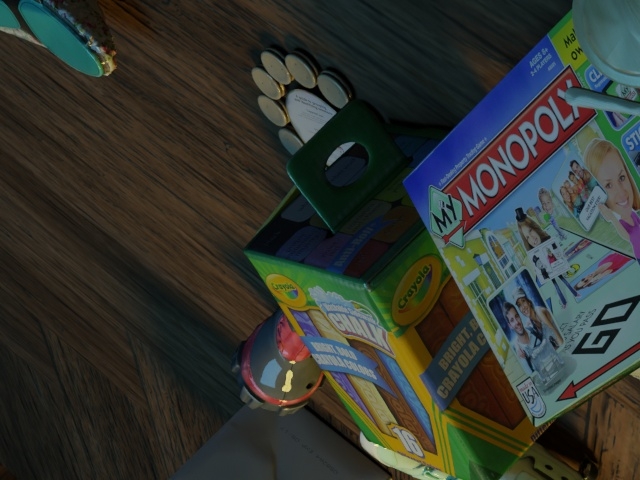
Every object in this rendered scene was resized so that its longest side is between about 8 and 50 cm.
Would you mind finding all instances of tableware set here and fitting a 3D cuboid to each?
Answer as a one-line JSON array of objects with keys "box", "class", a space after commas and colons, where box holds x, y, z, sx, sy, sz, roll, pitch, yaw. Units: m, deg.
[{"box": [0.241, -0.124, 1.133, 0.194, 0.039, 0.128, 16, 113, 30], "class": "tableware set"}]

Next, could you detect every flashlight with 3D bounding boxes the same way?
[{"box": [-0.019, 0.101, 1.987, 0.103, 0.103, 0.304, 47, 159, 4], "class": "flashlight"}]

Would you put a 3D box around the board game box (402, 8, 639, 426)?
[{"box": [0.183, -0.021, 1.309, 0.213, 0.046, 0.317, 62, 150, 12], "class": "board game box"}]

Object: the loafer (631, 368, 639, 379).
[{"box": [0.280, 0.072, 1.376, 0.092, 0.102, 0.268, 35, 170, -24], "class": "loafer"}]

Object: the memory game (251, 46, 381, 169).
[{"box": [0.008, -0.097, 1.715, 0.186, 0.012, 0.186, 39, 158, 20], "class": "memory game"}]

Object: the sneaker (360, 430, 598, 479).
[{"box": [0.153, 0.199, 1.755, 0.151, 0.094, 0.256, 31, -174, 39], "class": "sneaker"}]

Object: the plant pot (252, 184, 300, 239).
[{"box": [0.000, 0.000, 1.808, 0.081, 0.081, 0.083, 39, -178, 18], "class": "plant pot"}]

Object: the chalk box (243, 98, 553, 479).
[{"box": [0.079, 0.024, 1.565, 0.179, 0.180, 0.289, 15, 144, 54], "class": "chalk box"}]

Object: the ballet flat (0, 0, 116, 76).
[{"box": [-0.270, -0.234, 1.911, 0.241, 0.077, 0.091, 27, 152, 36], "class": "ballet flat"}]

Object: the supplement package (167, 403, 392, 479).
[{"box": [-0.047, 0.351, 2.341, 0.199, 0.198, 0.262, 37, 157, 23], "class": "supplement package"}]
